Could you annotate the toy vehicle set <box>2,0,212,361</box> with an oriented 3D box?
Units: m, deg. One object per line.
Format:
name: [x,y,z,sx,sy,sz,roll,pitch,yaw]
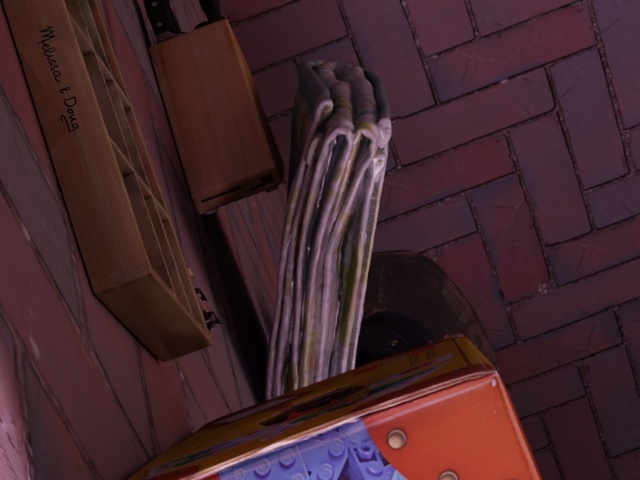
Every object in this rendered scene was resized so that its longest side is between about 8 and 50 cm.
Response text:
toy vehicle set: [-0.140,-0.069,1.180,0.166,0.035,0.267,62,8,-71]

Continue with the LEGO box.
LEGO box: [0.058,0.256,0.990,0.500,0.193,0.372,17,53,-87]

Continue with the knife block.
knife block: [-0.118,-0.163,1.917,0.276,0.088,0.242,-91,160,-82]

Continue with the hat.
hat: [0.062,0.174,2.205,0.134,0.331,0.331,-6,-71,52]

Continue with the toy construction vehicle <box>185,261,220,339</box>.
toy construction vehicle: [-0.103,0.030,1.297,0.086,0.035,0.098,59,-3,13]

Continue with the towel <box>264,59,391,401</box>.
towel: [0.000,0.000,1.846,0.374,0.090,0.321,-90,-171,-78]
